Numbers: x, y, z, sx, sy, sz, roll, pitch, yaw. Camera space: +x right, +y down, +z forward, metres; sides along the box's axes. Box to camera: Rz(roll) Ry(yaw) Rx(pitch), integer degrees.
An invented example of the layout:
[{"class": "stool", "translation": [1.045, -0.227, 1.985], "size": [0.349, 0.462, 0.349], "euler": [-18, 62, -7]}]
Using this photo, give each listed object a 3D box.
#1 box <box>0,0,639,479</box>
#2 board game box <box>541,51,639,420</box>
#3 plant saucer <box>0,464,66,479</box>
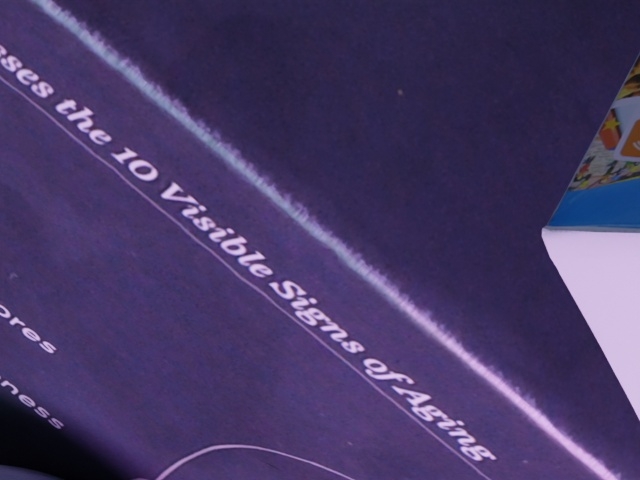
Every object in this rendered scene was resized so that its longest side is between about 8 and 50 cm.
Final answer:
[{"class": "box", "translation": [0.000, 0.000, 0.777], "size": [0.480, 0.297, 0.472], "euler": [40, 150, -12]}, {"class": "board game box", "translation": [0.227, -0.075, 0.463], "size": [0.224, 0.303, 0.097], "euler": [3, 139, 38]}, {"class": "plant saucer", "translation": [-0.104, 0.150, 0.769], "size": [0.195, 0.037, 0.195], "euler": [23, 147, 16]}]
